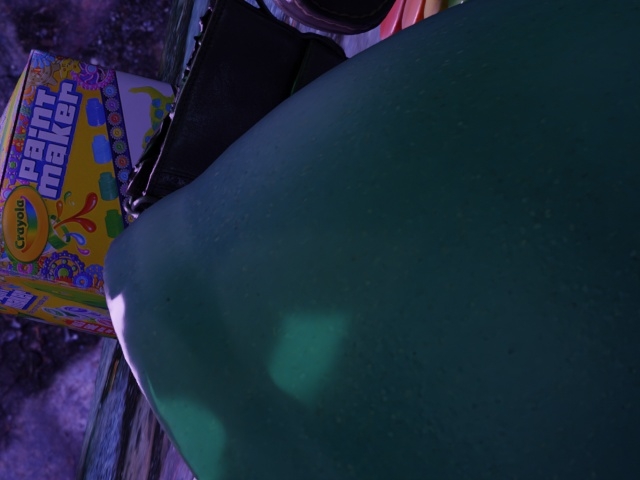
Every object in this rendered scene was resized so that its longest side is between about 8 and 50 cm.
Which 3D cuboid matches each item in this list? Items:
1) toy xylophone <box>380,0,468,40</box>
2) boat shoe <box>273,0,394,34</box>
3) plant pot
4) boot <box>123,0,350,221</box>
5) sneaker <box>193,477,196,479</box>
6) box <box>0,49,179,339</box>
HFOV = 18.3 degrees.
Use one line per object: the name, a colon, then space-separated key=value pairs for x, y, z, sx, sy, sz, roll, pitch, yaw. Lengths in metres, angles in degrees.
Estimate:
toy xylophone: x=0.117 y=-0.229 z=1.200 sx=0.323 sy=0.081 sz=0.236 roll=-158 pitch=82 yaw=-77
boat shoe: x=0.037 y=-0.291 z=1.121 sx=0.130 sy=0.132 sz=0.355 roll=-145 pitch=64 yaw=-71
plant pot: x=0.111 y=0.031 z=0.568 sx=0.196 sy=0.293 sz=0.293 roll=-47 pitch=19 yaw=11
boot: x=0.000 y=0.000 z=1.123 sx=0.091 sy=0.229 sz=0.263 roll=-158 pitch=82 yaw=-78
sneaker: x=-0.063 y=0.215 z=1.417 sx=0.182 sy=0.127 sz=0.315 roll=-103 pitch=27 yaw=-60
box: x=-0.140 y=-0.016 z=1.658 sx=0.290 sy=0.279 sz=0.177 roll=151 pitch=132 yaw=-74
